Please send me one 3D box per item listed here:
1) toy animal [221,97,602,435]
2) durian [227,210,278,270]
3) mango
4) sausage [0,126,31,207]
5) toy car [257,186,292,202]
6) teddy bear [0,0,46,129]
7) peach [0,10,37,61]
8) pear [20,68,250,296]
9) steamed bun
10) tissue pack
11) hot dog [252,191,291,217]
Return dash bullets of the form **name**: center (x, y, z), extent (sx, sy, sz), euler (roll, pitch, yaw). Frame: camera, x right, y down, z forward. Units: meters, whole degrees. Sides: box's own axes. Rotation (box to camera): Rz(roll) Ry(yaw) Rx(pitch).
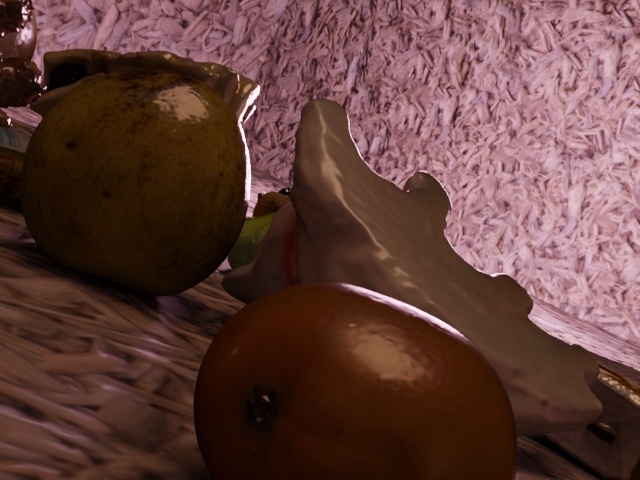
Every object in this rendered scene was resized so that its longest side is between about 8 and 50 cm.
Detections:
- **toy animal**: center (0.070, 0.072, 0.920), extent (0.307, 0.188, 0.266), euler (33, 21, -26)
- **durian**: center (-0.004, 0.032, 1.173), extent (0.250, 0.101, 0.139), euler (26, 41, 38)
- **mango**: center (0.016, 0.085, 0.519), extent (0.151, 0.120, 0.221), euler (26, -2, 2)
- **sausage**: center (-0.303, -0.074, 1.043), extent (0.371, 0.082, 0.082), euler (17, 7, -47)
- **toy car**: center (-0.024, -0.044, 1.987), extent (0.191, 0.100, 0.097), euler (3, 6, -1)
- **teddy bear**: center (-0.452, -0.246, 1.387), extent (0.222, 0.246, 0.296), euler (3, 19, 43)
- **peach**: center (-0.581, -0.337, 1.635), extent (0.292, 0.247, 0.292), euler (33, -15, 10)
- **pear**: center (-0.152, -0.057, 0.915), extent (0.197, 0.197, 0.197), euler (23, 5, -2)
- **steamed bun**: center (-0.349, -0.234, 1.893), extent (0.427, 0.247, 0.189), euler (9, -14, 20)
- **tissue pack**: center (0.291, 0.168, 1.043), extent (0.226, 0.092, 0.183), euler (17, 8, -45)
- **hot dog**: center (0.000, 0.000, 1.612), extent (0.242, 0.084, 0.073), euler (25, 4, 15)
